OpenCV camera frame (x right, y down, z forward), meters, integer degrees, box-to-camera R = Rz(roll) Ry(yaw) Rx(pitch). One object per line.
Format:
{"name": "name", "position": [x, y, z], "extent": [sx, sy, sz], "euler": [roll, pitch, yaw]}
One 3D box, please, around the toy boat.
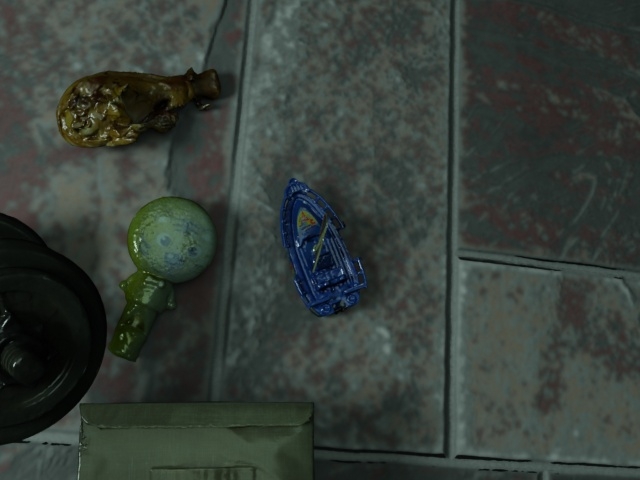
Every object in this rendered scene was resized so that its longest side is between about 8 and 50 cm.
{"name": "toy boat", "position": [0.000, 0.000, 0.874], "extent": [0.091, 0.110, 0.175], "euler": [-18, 79, -18]}

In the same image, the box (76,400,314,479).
{"name": "box", "position": [-0.130, 0.244, 0.754], "extent": [0.231, 0.155, 0.149], "euler": [3, 76, -15]}

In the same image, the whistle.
{"name": "whistle", "position": [-0.191, 0.043, 0.849], "extent": [0.104, 0.057, 0.198], "euler": [23, 79, -13]}

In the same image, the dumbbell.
{"name": "dumbbell", "position": [-0.324, 0.074, 0.701], "extent": [0.192, 0.290, 0.192], "euler": [-13, 111, -36]}

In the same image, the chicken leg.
{"name": "chicken leg", "position": [-0.212, -0.167, 0.877], "extent": [0.207, 0.101, 0.085], "euler": [-20, 112, -27]}
